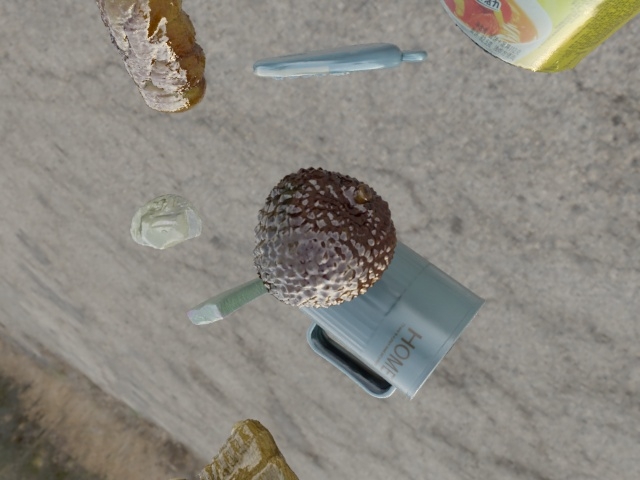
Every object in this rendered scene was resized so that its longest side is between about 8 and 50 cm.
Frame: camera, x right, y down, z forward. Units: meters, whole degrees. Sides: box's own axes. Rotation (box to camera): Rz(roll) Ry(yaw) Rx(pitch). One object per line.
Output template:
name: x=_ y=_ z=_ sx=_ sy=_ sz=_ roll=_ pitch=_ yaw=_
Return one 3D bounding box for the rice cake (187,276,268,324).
rice cake: x=-0.161 y=0.109 z=1.611 sx=0.080 sy=0.222 sz=0.042 roll=-17 pitch=95 yaw=28

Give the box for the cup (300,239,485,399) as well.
cup: x=0.138 y=0.148 z=1.824 sx=0.311 sy=0.257 sz=0.331 roll=37 pitch=158 yaw=11

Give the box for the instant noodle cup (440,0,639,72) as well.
instant noodle cup: x=0.247 y=-0.313 z=0.877 sx=0.264 sy=0.264 sz=0.200 roll=40 pitch=142 yaw=1

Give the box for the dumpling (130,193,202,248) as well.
dumpling: x=-0.179 y=-0.022 z=0.992 sx=0.076 sy=0.052 sz=0.057 roll=-3 pitch=106 yaw=46

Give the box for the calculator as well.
calculator: x=0.034 y=-0.311 z=1.490 sx=0.188 sy=0.303 sz=0.042 roll=-134 pitch=35 yaw=-72

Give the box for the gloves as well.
gloves: x=-0.110 y=0.403 z=1.185 sx=0.356 sy=0.203 sz=0.155 roll=-106 pitch=5 yaw=-54

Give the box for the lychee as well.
lychee: x=0.000 y=0.000 z=1.450 sx=0.236 sy=0.236 sz=0.271 roll=41 pitch=119 yaw=-1

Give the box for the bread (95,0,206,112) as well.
bread: x=-0.234 y=-0.285 z=1.183 sx=0.124 sy=0.084 sz=0.344 roll=-8 pitch=155 yaw=1
